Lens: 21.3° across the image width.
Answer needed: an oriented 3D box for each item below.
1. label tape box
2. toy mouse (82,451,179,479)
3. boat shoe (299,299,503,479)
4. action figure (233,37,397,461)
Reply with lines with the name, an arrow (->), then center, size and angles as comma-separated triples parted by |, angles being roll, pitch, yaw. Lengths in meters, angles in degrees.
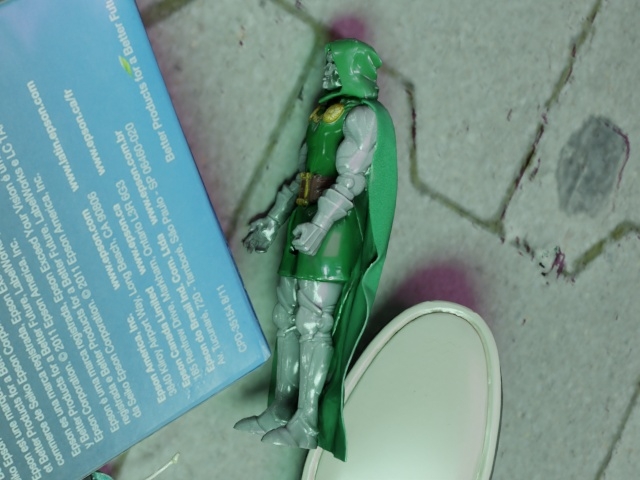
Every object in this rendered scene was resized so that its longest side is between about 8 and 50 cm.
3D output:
label tape box -> -0.214, 0.031, 0.817 | 0.334, 0.106, 0.240 | -31, 118, -24
toy mouse -> -0.128, 0.174, 0.958 | 0.161, 0.031, 0.143 | 39, 80, -35
boat shoe -> 0.032, 0.197, 1.048 | 0.112, 0.095, 0.335 | 14, 91, 0
action figure -> 0.000, 0.000, 0.961 | 0.063, 0.137, 0.232 | 11, 87, -23
